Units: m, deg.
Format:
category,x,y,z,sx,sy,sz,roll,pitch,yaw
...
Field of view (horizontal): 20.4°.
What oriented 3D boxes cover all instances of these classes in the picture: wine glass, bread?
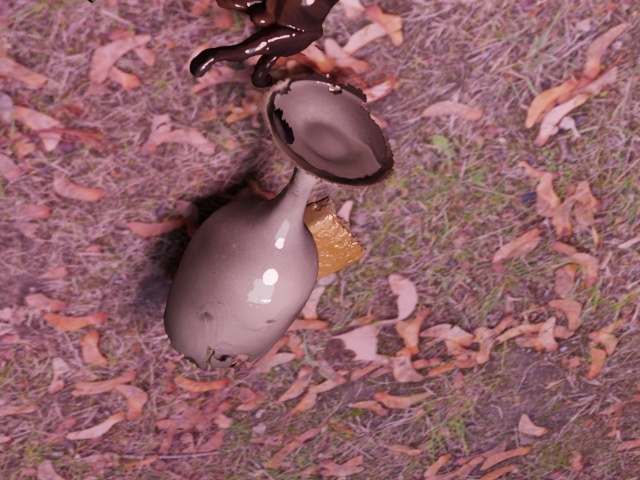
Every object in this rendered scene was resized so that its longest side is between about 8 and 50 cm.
category,x,y,z,sx,sy,sz,roll,pitch,yaw
wine glass,-0.050,-0.008,1.712,0.143,0.143,0.321,5,140,-27
bread,0.000,0.000,1.828,0.070,0.035,0.083,-30,132,11

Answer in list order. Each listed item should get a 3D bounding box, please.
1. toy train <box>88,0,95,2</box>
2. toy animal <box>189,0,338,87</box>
category,x,y,z,sx,sy,sz,roll,pitch,yaw
toy train,-0.188,-0.243,1.475,0.056,0.038,0.093,-23,140,-1
toy animal,-0.024,-0.216,1.539,0.148,0.084,0.232,9,128,-32
